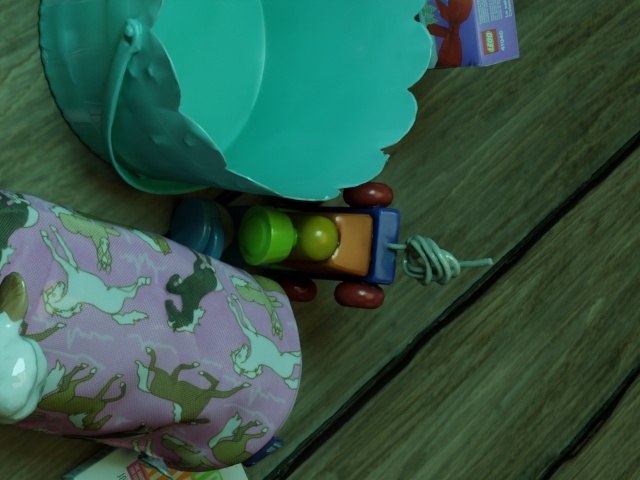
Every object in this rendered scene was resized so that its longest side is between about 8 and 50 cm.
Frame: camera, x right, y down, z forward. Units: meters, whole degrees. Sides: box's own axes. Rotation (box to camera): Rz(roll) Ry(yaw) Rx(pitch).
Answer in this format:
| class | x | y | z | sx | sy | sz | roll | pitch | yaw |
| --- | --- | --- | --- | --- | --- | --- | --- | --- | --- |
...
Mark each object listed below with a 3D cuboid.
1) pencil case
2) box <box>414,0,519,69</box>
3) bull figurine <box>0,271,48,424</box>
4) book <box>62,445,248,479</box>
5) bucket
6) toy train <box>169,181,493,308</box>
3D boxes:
| class | x | y | z | sx | sy | sz | roll | pitch | yaw |
| --- | --- | --- | --- | --- | --- | --- | --- | --- | --- |
| pencil case | -0.192 | 0.062 | 0.971 | 0.386 | 0.160 | 0.167 | 22 | 60 | -41 |
| box | 0.058 | -0.290 | 1.174 | 0.057 | 0.201 | 0.293 | -20 | 107 | -42 |
| bull figurine | -0.292 | 0.070 | 0.685 | 0.310 | 0.188 | 0.101 | -9 | 99 | -44 |
| book | -0.135 | 0.197 | 1.134 | 0.144 | 0.035 | 0.096 | -33 | 111 | -37 |
| bucket | -0.069 | -0.162 | 1.069 | 0.281 | 0.183 | 0.281 | -3 | 95 | -44 |
| toy train | 0.000 | 0.000 | 1.104 | 0.143 | 0.248 | 0.105 | 6 | 88 | -40 |
